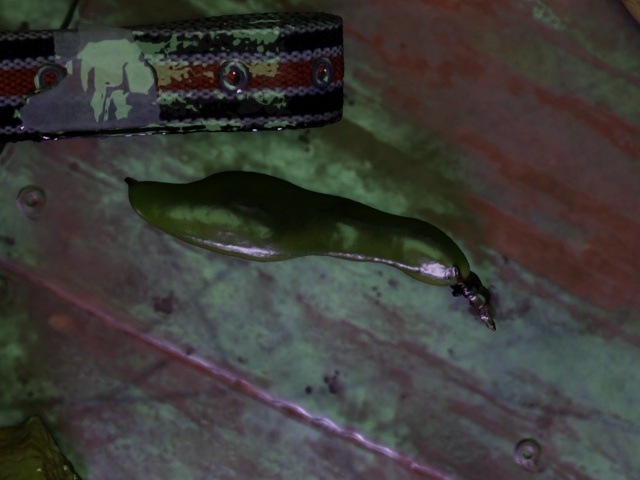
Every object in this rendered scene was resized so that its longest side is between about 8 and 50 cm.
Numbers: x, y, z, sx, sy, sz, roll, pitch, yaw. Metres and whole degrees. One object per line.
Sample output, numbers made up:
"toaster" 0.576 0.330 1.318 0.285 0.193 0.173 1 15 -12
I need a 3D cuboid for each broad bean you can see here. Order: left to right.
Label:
"broad bean" 0.003 -0.005 1.505 0.325 0.067 0.075 14 75 -12

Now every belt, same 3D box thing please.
"belt" -0.156 -0.121 1.450 0.359 0.126 0.094 -5 95 -8

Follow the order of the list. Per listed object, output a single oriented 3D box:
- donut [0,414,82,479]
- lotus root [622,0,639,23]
"donut" -0.299 0.150 1.465 0.152 0.101 0.259 -33 101 1
"lotus root" 0.263 -0.252 1.515 0.110 0.097 0.258 -27 104 2
